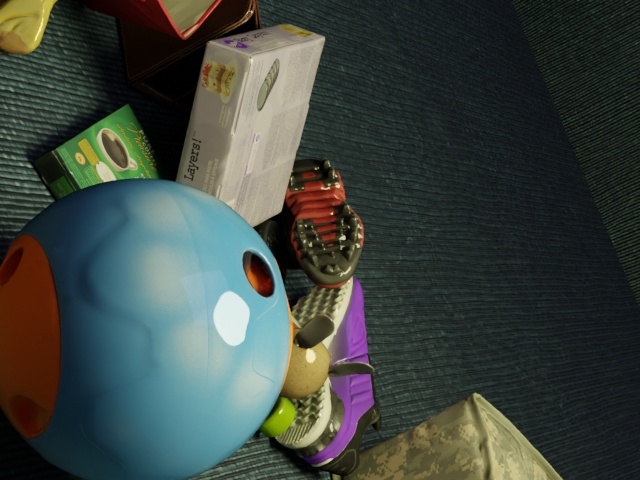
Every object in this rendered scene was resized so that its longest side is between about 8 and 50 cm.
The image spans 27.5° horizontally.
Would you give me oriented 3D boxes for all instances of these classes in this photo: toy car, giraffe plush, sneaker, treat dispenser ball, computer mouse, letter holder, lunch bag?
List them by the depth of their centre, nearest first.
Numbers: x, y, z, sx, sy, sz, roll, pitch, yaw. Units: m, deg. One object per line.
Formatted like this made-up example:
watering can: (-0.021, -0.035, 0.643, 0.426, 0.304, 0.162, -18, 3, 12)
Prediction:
treat dispenser ball: (-0.169, 0.085, 1.221, 0.288, 0.288, 0.288, 43, 32, -37)
giraffe plush: (-0.332, -0.298, 1.441, 0.181, 0.210, 0.170, 50, -6, -4)
toy car: (-0.032, 0.129, 1.526, 0.155, 0.188, 0.149, 47, 48, -28)
computer mouse: (-0.080, 0.074, 1.697, 0.071, 0.041, 0.242, 56, 29, -45)
lunch bag: (0.190, 0.363, 1.699, 0.287, 0.235, 0.169, 41, 29, -39)
sneaker: (0.023, 0.182, 1.710, 0.146, 0.102, 0.293, 44, 39, -30)
letter holder: (-0.149, -0.349, 1.740, 0.152, 0.214, 0.302, 26, 44, -52)
sneaker: (0.000, 0.000, 1.782, 0.276, 0.097, 0.135, -109, -165, -57)

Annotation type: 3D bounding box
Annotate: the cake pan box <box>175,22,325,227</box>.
cake pan box: (-0.091, -0.127, 1.629, 0.246, 0.070, 0.267, -33, 141, -62)

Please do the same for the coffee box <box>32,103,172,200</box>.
coffee box: (-0.246, -0.079, 1.509, 0.113, 0.040, 0.184, 59, 26, -11)

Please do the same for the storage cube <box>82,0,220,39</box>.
storage cube: (-0.207, -0.384, 1.561, 0.215, 0.193, 0.184, -54, 141, -17)
